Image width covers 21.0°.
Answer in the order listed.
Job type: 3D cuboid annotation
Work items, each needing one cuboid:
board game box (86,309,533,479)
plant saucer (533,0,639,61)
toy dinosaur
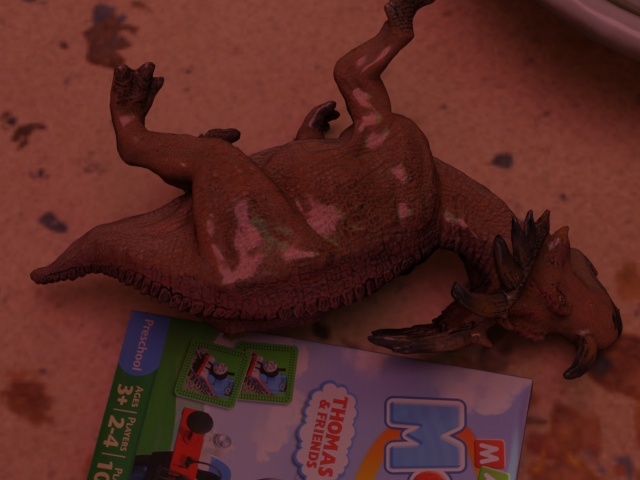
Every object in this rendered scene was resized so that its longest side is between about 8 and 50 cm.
[{"bbox_3d":[-0.010,0.129,0.865,0.211,0.039,0.160,9,65,6],"label":"board game box"},{"bbox_3d":[0.256,-0.240,0.995,0.400,0.100,0.400,-1,64,2],"label":"plant saucer"},{"bbox_3d":[0.000,0.000,0.874,0.296,0.127,0.200,-15,63,-7],"label":"toy dinosaur"}]
